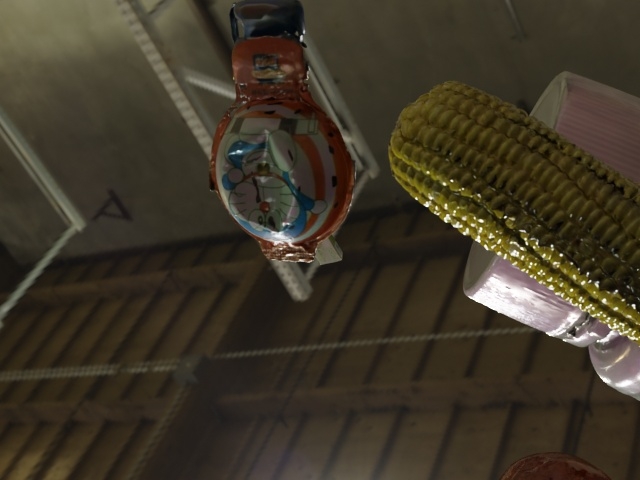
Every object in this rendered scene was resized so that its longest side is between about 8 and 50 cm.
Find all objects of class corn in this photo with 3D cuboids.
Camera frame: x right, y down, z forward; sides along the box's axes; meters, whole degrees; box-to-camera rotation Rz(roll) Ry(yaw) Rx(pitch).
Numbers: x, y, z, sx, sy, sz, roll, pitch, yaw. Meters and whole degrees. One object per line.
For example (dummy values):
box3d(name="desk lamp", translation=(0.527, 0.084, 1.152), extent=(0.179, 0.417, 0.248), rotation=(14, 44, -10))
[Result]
box3d(name="corn", translation=(0.120, -0.010, 0.486), extent=(0.203, 0.072, 0.072), rotation=(36, -116, 21))

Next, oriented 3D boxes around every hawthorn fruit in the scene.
box3d(name="hawthorn fruit", translation=(0.345, 0.411, 1.502), extent=(0.205, 0.253, 0.205), rotation=(-34, -139, 36))

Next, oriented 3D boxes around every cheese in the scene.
box3d(name="cheese", translation=(-0.054, -0.131, 1.247), extent=(0.216, 0.330, 0.129), rotation=(6, -160, 28))

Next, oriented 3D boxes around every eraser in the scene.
box3d(name="eraser", translation=(0.000, 0.000, 1.489), extent=(0.038, 0.083, 0.019), rotation=(-12, -136, 24))

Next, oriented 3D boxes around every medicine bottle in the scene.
box3d(name="medicine bottle", translation=(0.309, 0.015, 0.859), extent=(0.324, 0.256, 0.256), rotation=(23, -137, 2))
